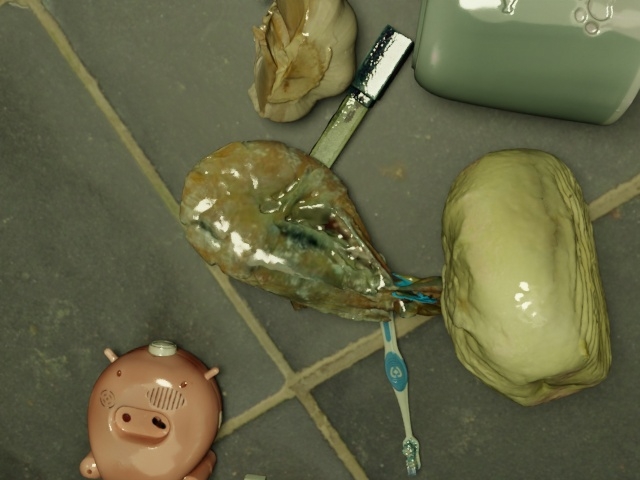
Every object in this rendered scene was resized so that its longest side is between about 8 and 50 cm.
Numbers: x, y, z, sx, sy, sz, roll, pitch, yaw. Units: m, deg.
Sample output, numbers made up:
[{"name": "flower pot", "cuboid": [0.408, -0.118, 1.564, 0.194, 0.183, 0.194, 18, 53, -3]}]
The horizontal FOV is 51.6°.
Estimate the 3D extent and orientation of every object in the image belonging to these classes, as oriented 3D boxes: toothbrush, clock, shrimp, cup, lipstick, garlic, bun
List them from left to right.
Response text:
[{"name": "clock", "cuboid": [-0.280, 0.289, 1.112, 0.227, 0.142, 0.241, 10, 99, 3]}, {"name": "garlic", "cuboid": [-0.017, -0.283, 0.960, 0.142, 0.178, 0.230, -1, 136, -21]}, {"name": "shrimp", "cuboid": [0.000, 0.000, 1.014, 0.445, 0.110, 0.221, 27, 82, -7]}, {"name": "lipstick", "cuboid": [0.038, -0.182, 1.027, 0.051, 0.051, 0.312, 34, 106, 3]}, {"name": "toothbrush", "cuboid": [0.126, 0.207, 1.110, 0.040, 0.040, 0.387, -9, 96, 8]}, {"name": "bun", "cuboid": [0.272, 0.056, 0.922, 0.212, 0.361, 0.361, -12, 101, 28]}, {"name": "cup", "cuboid": [0.276, -0.345, 0.887, 0.274, 0.259, 0.357, 8, 72, 4]}]

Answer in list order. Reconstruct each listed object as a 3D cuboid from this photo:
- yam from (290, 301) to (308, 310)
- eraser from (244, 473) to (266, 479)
[{"name": "yam", "cuboid": [-0.066, -0.003, 1.074, 0.056, 0.057, 0.241, -19, 97, 9]}, {"name": "eraser", "cuboid": [-0.119, 0.463, 1.190, 0.038, 0.019, 0.083, 4, 102, 4]}]
